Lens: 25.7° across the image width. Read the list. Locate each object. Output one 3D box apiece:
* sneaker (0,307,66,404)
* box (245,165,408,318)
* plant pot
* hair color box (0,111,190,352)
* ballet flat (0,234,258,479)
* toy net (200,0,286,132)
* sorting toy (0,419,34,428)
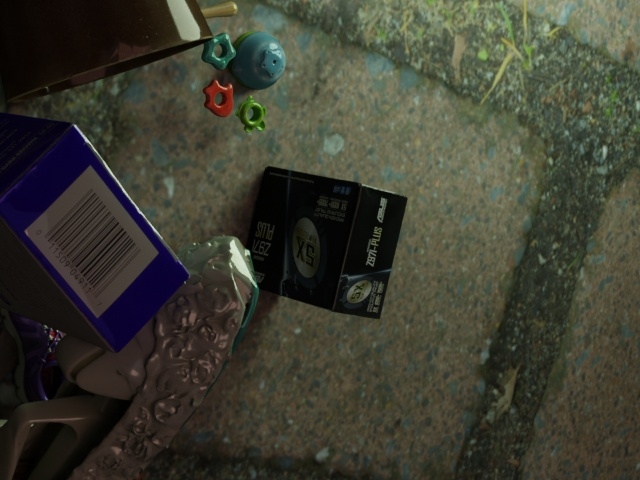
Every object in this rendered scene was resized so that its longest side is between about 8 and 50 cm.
[{"bbox_3d":[-0.290,0.103,1.493,0.068,0.071,0.170,-18,109,-35],"label":"sneaker"},{"bbox_3d":[0.000,0.000,1.632,0.077,0.180,0.147,12,92,-41],"label":"box"},{"bbox_3d":[-0.243,-0.277,1.390,0.215,0.215,0.230,-22,98,-34],"label":"plant pot"},{"bbox_3d":[-0.287,-0.023,1.297,0.110,0.339,0.185,-49,124,-23],"label":"hair color box"},{"bbox_3d":[-0.211,0.159,1.314,0.147,0.147,0.409,18,116,-39],"label":"ballet flat"},{"bbox_3d":[-0.134,-0.219,1.575,0.232,0.045,0.122,33,80,-36],"label":"toy net"},{"bbox_3d":[-0.424,0.299,1.413,0.255,0.089,0.257,6,95,-39],"label":"sorting toy"}]
